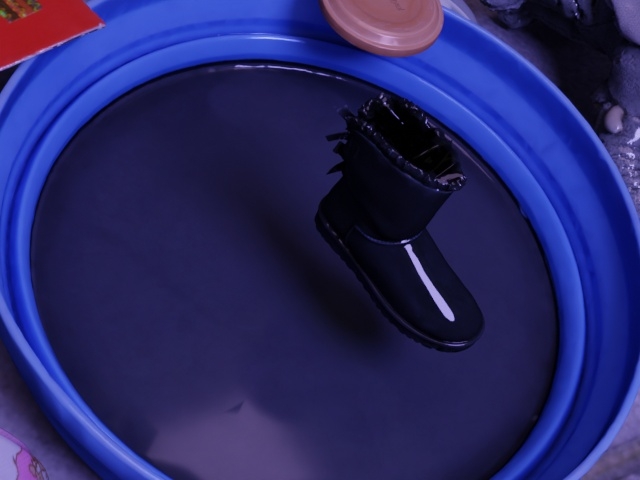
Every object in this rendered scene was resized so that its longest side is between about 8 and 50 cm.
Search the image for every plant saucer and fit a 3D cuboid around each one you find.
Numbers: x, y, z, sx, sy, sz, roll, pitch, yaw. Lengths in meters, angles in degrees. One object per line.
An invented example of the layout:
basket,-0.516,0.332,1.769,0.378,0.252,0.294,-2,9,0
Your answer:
plant saucer,0.040,-0.152,0.700,0.083,0.013,0.084,9,55,-13

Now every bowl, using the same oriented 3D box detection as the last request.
bowl,0.000,0.000,0.639,0.391,0.077,0.391,9,54,-13

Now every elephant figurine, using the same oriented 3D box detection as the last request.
elephant figurine,0.238,-0.138,0.763,0.169,0.186,0.239,-16,59,-34

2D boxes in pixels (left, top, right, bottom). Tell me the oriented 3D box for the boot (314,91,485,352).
boot,0.048,-0.009,0.550,0.045,0.099,0.121,-34,72,-32

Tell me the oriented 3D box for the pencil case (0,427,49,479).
pencil case,-0.178,0.242,0.367,0.160,0.167,0.386,-16,56,13

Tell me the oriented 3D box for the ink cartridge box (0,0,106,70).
ink cartridge box,-0.295,-0.162,0.613,0.238,0.060,0.275,-32,59,-24

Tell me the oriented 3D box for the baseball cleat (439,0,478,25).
baseball cleat,0.025,-0.203,0.790,0.205,0.072,0.109,24,46,-6
